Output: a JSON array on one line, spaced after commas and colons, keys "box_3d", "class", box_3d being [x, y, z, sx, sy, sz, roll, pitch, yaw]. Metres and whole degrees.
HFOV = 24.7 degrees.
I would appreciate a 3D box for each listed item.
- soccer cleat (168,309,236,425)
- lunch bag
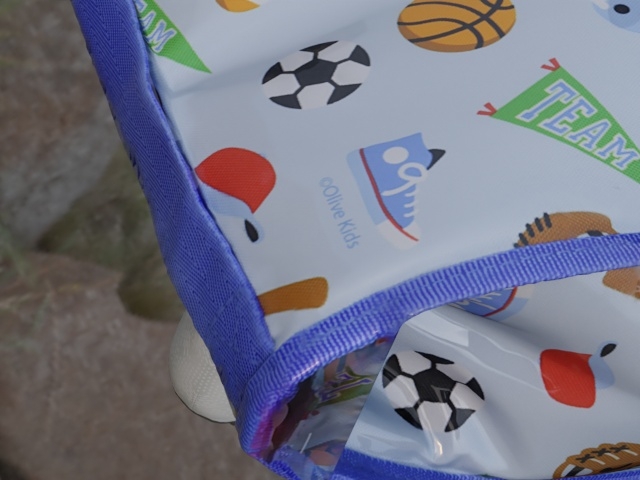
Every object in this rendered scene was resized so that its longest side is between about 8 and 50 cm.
[{"box_3d": [0.000, 0.000, 1.123, 0.116, 0.143, 0.331, 30, 53, 4], "class": "soccer cleat"}, {"box_3d": [0.091, -0.043, 0.715, 0.386, 0.239, 0.327, -2, 46, -27], "class": "lunch bag"}]
